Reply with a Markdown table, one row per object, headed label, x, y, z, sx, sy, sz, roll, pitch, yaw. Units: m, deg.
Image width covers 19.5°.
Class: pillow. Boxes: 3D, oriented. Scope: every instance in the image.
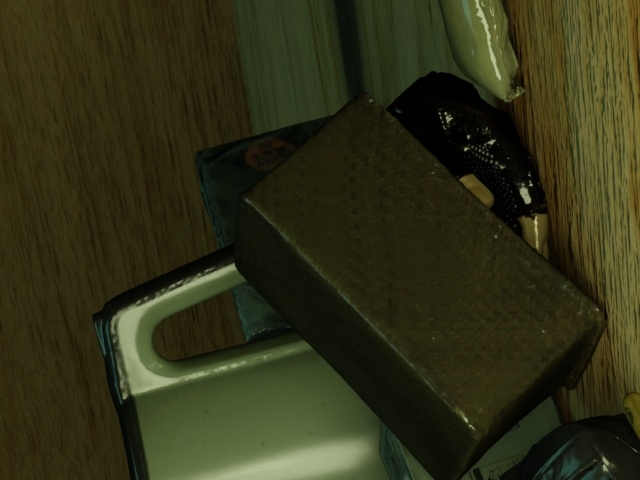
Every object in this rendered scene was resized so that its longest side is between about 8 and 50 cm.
| label | x | y | z | sx | sy | sz | roll | pitch | yaw |
| --- | --- | --- | --- | --- | --- | --- | --- | --- | --- |
| pillow | 0.116 | -0.217 | 1.501 | 0.119 | 0.053 | 0.208 | -104 | -2 | -73 |

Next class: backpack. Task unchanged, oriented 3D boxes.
| label | x | y | z | sx | sy | sz | roll | pitch | yaw |
| --- | --- | --- | --- | --- | --- | --- | --- | --- | --- |
| backpack | 0.199 | 0.191 | 1.347 | 0.120 | 0.106 | 0.165 | 66 | 150 | 16 |

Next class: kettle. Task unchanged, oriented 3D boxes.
| label | x | y | z | sx | sy | sz | roll | pitch | yaw |
| --- | --- | --- | --- | --- | --- | --- | --- | --- | --- |
| kettle | -0.014 | 0.163 | 1.861 | 0.250 | 0.377 | 0.361 | -129 | 27 | -75 |

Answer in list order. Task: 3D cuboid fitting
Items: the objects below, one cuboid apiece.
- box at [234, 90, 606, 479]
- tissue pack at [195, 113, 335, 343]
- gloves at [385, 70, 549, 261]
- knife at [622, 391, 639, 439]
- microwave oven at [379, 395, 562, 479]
| label | x | y | z | sx | sy | sz | roll | pitch | yaw |
| --- | --- | --- | --- | --- | --- | --- | --- | --- | --- |
| box | 0.071 | 0.043 | 1.480 | 0.273 | 0.143 | 0.184 | 45 | 163 | 14 |
| tissue pack | 0.000 | 0.000 | 2.086 | 0.103 | 0.228 | 0.315 | 78 | 175 | -46 |
| gloves | 0.137 | -0.053 | 1.537 | 0.180 | 0.106 | 0.129 | 45 | 165 | 15 |
| knife | 0.256 | 0.202 | 1.216 | 0.046 | 0.022 | 0.256 | 94 | 159 | -46 |
| microwave oven | 0.147 | 0.229 | 1.592 | 0.122 | 0.162 | 0.208 | 89 | 163 | -59 |
